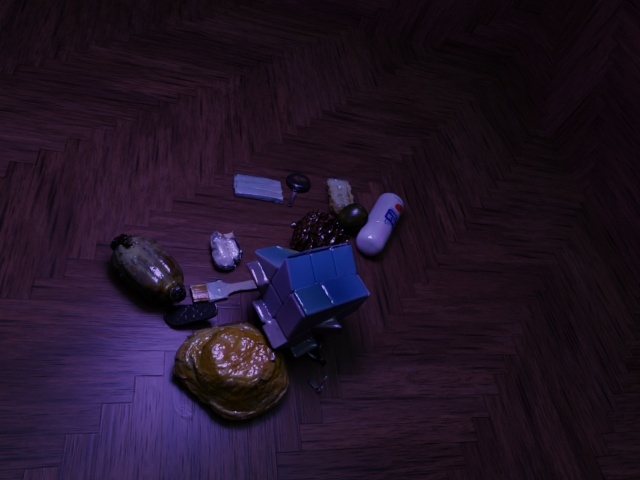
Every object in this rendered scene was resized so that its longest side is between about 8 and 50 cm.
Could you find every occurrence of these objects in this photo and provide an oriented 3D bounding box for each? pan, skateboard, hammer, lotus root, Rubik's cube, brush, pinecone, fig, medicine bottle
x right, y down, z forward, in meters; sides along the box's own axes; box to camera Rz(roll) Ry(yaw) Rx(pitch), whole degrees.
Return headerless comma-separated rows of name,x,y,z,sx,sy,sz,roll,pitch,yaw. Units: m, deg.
pan,-0.111,-0.233,2.207,0.115,0.040,0.212,20,47,-1
skateboard,-0.010,0.468,1.648,0.064,0.083,0.032,42,49,13
hammer,0.022,0.318,1.824,0.125,0.027,0.297,34,47,-1
lotus root,-0.569,0.105,1.653,0.309,0.173,0.173,41,48,12
Rubik's cube,-0.044,0.172,1.680,0.387,0.368,0.358,-10,58,-37
brush,-0.304,0.172,1.804,0.337,0.020,0.085,-6,55,-29
pinecone,0.000,0.000,1.950,0.272,0.224,0.224,35,46,-11
fig,0.114,-0.092,2.111,0.117,0.177,0.117,54,21,-32
medicine bottle,0.258,-0.066,2.172,0.130,0.130,0.341,32,47,3

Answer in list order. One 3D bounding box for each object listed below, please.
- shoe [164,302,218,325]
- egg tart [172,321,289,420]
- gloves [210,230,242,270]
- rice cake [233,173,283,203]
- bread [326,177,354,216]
shoe,-0.431,0.251,1.661,0.179,0.049,0.071,-9,66,-3
egg tart,-0.253,0.384,1.568,0.351,0.153,0.339,45,46,13
gloves,-0.355,0.040,1.856,0.114,0.070,0.153,1,59,-33
rice cake,-0.270,-0.223,2.129,0.211,0.038,0.124,4,52,-21
bread,0.085,-0.193,2.235,0.128,0.088,0.232,15,41,-24
